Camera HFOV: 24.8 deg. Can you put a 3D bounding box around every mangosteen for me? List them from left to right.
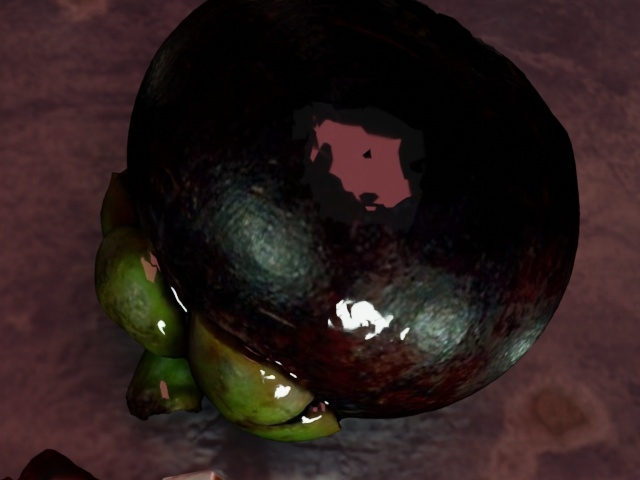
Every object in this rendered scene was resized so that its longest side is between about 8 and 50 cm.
[{"bbox_3d":[0.012,-0.010,0.907,0.300,0.300,0.300,5,66,-12],"label":"mangosteen"}]

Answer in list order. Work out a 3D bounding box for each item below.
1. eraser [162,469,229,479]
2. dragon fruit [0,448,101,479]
[{"bbox_3d":[-0.039,0.257,0.833,0.038,0.157,0.230,-13,70,7],"label":"eraser"},{"bbox_3d":[-0.189,0.314,0.813,0.286,0.228,0.329,42,37,-30],"label":"dragon fruit"}]
